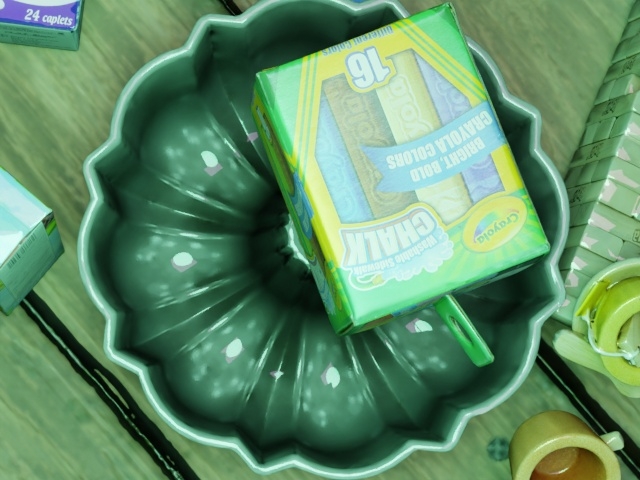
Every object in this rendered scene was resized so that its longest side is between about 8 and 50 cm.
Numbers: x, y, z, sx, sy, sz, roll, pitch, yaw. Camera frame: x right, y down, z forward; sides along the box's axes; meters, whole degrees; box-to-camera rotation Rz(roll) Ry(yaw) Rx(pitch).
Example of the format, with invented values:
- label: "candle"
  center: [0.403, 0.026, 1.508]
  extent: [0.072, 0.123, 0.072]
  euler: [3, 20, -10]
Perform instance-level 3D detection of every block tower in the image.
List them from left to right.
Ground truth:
- label: "block tower"
  center: [0.247, -0.083, 1.367]
  extent: [0.091, 0.097, 0.335]
  euler: [24, 80, -10]

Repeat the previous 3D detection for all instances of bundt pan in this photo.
- label: "bundt pan"
  center: [0.000, 0.000, 1.326]
  extent: [0.331, 0.124, 0.331]
  euler: [0, 84, -4]

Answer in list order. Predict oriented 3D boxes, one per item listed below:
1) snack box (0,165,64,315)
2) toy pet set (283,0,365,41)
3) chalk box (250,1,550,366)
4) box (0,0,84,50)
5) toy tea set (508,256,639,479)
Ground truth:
- label: "snack box"
  center: [-0.256, -0.037, 1.266]
  extent: [0.174, 0.207, 0.070]
  euler: [40, 82, 2]
- label: "toy pet set"
  center: [-0.020, -0.197, 1.391]
  extent: [0.114, 0.065, 0.122]
  euler: [-15, 80, 29]
- label: "chalk box"
  center: [0.053, -0.017, 1.204]
  extent: [0.132, 0.132, 0.213]
  euler: [-20, 84, -7]
- label: "box"
  center: [-0.225, -0.212, 1.357]
  extent: [0.126, 0.072, 0.137]
  euler: [6, 83, -5]
- label: "toy tea set"
  center: [0.208, 0.186, 1.279]
  extent: [0.200, 0.124, 0.336]
  euler: [24, 107, -17]
